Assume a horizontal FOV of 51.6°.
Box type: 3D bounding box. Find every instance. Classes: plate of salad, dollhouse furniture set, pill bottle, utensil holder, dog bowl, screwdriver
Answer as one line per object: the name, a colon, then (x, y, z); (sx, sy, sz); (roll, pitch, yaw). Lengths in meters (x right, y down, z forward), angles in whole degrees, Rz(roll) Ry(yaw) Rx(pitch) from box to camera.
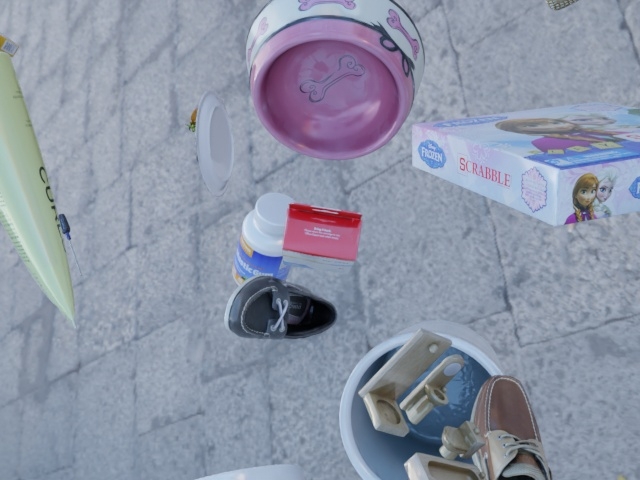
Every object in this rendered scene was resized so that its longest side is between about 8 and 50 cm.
plate of salad: (-0.206, -0.181, 1.243); (0.048, 0.200, 0.200); (-2, 72, 10)
dollhouse furniture set: (0.159, 0.217, 0.799); (0.123, 0.144, 0.151); (-51, 37, 21)
pill bottle: (-0.136, 0.008, 1.710); (0.272, 0.152, 0.152); (110, 148, -48)
utensil holder: (0.238, 0.335, 1.382); (0.327, 0.385, 0.328); (-1, 87, 14)
dog bowl: (0.025, -0.347, 1.457); (0.408, 0.408, 0.151); (-31, 38, 37)
screwdriver: (-0.620, 0.010, 1.653); (0.024, 0.025, 0.170); (-37, 77, 56)

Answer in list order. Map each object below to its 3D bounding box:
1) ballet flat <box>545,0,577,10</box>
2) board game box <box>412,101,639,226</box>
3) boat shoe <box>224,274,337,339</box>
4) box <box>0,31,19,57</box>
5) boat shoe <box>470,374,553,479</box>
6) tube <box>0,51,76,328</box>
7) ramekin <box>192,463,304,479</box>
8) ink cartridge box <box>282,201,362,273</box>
ballet flat: (0.276, -0.283, 0.564); (0.067, 0.073, 0.206); (45, 108, 35)
board game box: (0.327, -0.112, 0.832); (0.318, 0.318, 0.066); (-140, 43, -63)
boat shoe: (-0.061, 0.128, 1.226); (0.095, 0.335, 0.112); (11, 89, 21)
box: (-0.603, -0.376, 1.163); (0.136, 0.081, 0.028); (38, 95, 24)
boat shoe: (0.302, 0.351, 1.006); (0.116, 0.123, 0.325); (103, 172, -54)
tube: (-0.263, -0.040, 0.584); (0.062, 0.070, 0.240); (-13, 101, 14)
ramekin: (-0.146, 0.448, 1.008); (0.277, 0.277, 0.135); (-36, 56, 34)
ink cartridge box: (0.000, 0.000, 1.205); (0.231, 0.134, 0.078); (99, 180, -79)
